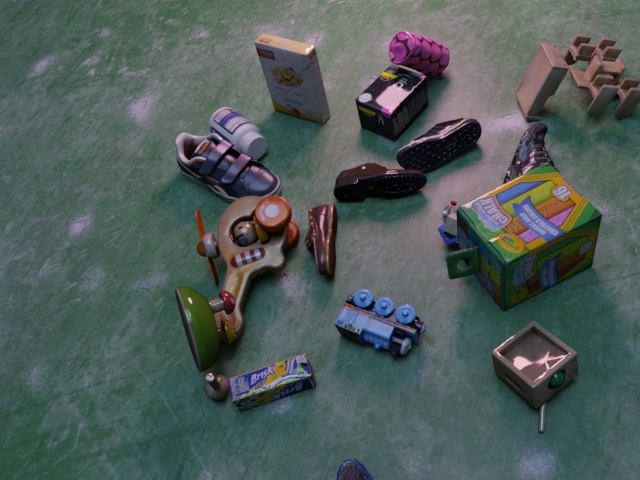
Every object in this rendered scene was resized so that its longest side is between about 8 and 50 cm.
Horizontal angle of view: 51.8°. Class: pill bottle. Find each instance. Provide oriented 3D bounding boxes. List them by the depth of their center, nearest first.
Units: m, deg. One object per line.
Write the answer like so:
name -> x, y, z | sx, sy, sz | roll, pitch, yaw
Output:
pill bottle -> -0.222, -0.289, 1.801 | 0.094, 0.094, 0.169 | -39, 55, -16

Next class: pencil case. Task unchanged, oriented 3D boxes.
pencil case -> 0.263, -0.497, 1.770 | 0.098, 0.209, 0.095 | -26, 74, 36

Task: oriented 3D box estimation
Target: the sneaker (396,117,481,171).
sneaker -> 0.296, -0.246, 1.668 | 0.235, 0.084, 0.097 | -22, 27, -5

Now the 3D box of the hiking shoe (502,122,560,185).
hiking shoe -> 0.510, -0.177, 1.556 | 0.114, 0.086, 0.227 | 23, 67, 13

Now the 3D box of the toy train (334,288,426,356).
toy train -> 0.124, 0.175, 1.377 | 0.184, 0.080, 0.105 | 19, 69, 23

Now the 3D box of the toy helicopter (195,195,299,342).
toy helicopter -> -0.198, 0.057, 1.514 | 0.235, 0.140, 0.355 | 8, 68, 12

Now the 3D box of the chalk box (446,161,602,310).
chalk box -> 0.400, 0.006, 1.370 | 0.289, 0.180, 0.179 | -27, 52, -6

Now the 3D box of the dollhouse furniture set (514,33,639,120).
dollhouse furniture set -> 0.647, -0.392, 1.668 | 0.242, 0.161, 0.212 | 3, 51, -12

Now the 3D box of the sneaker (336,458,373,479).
sneaker -> 0.065, 0.486, 1.144 | 0.083, 0.087, 0.221 | -11, 52, 5

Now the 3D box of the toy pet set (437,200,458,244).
toy pet set -> 0.326, -0.030, 1.506 | 0.122, 0.065, 0.114 | 25, 28, 25

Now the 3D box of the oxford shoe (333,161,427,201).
oxford shoe -> 0.147, -0.158, 1.620 | 0.227, 0.083, 0.096 | -1, 49, 12

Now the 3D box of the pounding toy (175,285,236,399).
pounding toy -> -0.216, 0.194, 1.367 | 0.110, 0.183, 0.237 | -17, 66, -16

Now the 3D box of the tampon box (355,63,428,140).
tampon box -> 0.192, -0.368, 1.753 | 0.120, 0.101, 0.161 | 29, 65, 31

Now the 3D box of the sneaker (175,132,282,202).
sneaker -> -0.253, -0.191, 1.716 | 0.321, 0.127, 0.126 | 19, 59, 24

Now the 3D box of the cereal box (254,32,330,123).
cereal box -> -0.073, -0.434, 1.781 | 0.173, 0.240, 0.047 | 21, 61, 27

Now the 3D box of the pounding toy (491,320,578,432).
pounding toy -> 0.409, 0.255, 1.243 | 0.130, 0.100, 0.141 | -34, 42, -13

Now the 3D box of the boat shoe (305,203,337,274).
boat shoe -> 0.000, 0.000, 1.544 | 0.073, 0.073, 0.207 | -7, 45, 11

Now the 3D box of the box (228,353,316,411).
box -> -0.098, 0.291, 1.350 | 0.169, 0.059, 0.054 | -18, 52, 0
